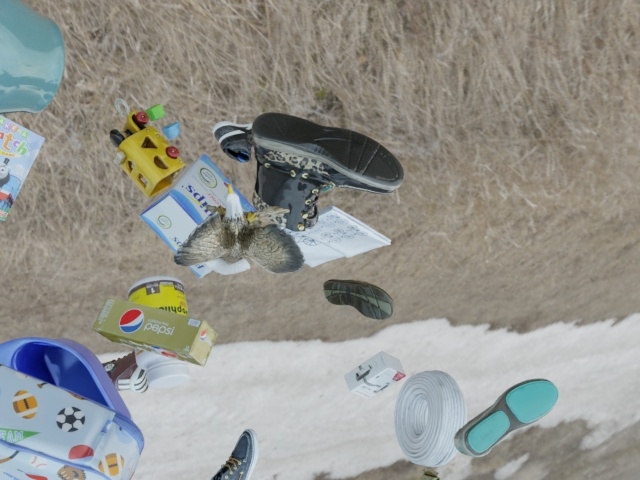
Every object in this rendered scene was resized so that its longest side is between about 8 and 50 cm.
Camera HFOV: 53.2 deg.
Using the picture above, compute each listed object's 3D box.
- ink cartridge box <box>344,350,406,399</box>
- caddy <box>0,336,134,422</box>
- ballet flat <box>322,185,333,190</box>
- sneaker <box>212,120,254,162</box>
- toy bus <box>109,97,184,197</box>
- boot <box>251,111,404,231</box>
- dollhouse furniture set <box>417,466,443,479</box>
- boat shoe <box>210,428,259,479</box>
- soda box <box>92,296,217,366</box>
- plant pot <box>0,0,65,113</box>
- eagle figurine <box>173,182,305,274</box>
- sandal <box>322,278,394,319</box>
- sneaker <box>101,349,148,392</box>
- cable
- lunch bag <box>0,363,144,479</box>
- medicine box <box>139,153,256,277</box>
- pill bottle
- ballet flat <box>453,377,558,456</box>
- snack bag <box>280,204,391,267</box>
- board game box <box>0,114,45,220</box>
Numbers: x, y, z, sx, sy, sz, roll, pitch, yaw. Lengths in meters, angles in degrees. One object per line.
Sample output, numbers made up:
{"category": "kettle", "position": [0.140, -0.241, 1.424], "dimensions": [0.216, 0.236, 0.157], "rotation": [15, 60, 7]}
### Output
{"category": "ink cartridge box", "position": [0.149, 0.371, 1.746], "dimensions": [0.135, 0.056, 0.099], "rotation": [-37, 138, 19]}
{"category": "caddy", "position": [-0.472, 0.330, 1.115], "dimensions": [0.241, 0.341, 0.179], "rotation": [-30, -178, -9]}
{"category": "ballet flat", "position": [-0.030, -0.195, 1.925], "dimensions": [0.086, 0.248, 0.086], "rotation": [-2, 93, -41]}
{"category": "sneaker", "position": [-0.211, -0.285, 1.905], "dimensions": [0.216, 0.121, 0.079], "rotation": [-6, 152, -39]}
{"category": "toy bus", "position": [-0.392, -0.191, 1.372], "dimensions": [0.104, 0.202, 0.191], "rotation": [-41, 134, -40]}
{"category": "boot", "position": [-0.002, -0.141, 1.590], "dimensions": [0.377, 0.138, 0.284], "rotation": [17, 140, 1]}
{"category": "dollhouse furniture set", "position": [0.261, 0.649, 1.518], "dimensions": [0.182, 0.161, 0.101], "rotation": [-36, 102, -31]}
{"category": "boat shoe", "position": [-0.207, 0.542, 1.527], "dimensions": [0.083, 0.065, 0.184], "rotation": [22, 78, -46]}
{"category": "soda box", "position": [-0.258, 0.141, 0.996], "dimensions": [0.061, 0.181, 0.058], "rotation": [66, 40, -57]}
{"category": "plant pot", "position": [-0.602, -0.331, 1.102], "dimensions": [0.255, 0.272, 0.272], "rotation": [5, 126, -53]}
{"category": "eagle figurine", "position": [-0.174, -0.005, 1.328], "dimensions": [0.226, 0.298, 0.225], "rotation": [-36, 114, 5]}
{"category": "sandal", "position": [0.102, 0.142, 1.642], "dimensions": [0.060, 0.219, 0.090], "rotation": [-19, 110, -46]}
{"category": "sneaker", "position": [-0.584, 0.359, 1.933], "dimensions": [0.162, 0.281, 0.107], "rotation": [-4, 110, 1]}
{"category": "cable", "position": [0.297, 0.481, 1.747], "dimensions": [0.089, 0.257, 0.257], "rotation": [13, 128, -19]}
{"category": "lunch bag", "position": [-0.417, 0.296, 0.907], "dimensions": [0.303, 0.115, 0.243], "rotation": [26, 132, -5]}
{"category": "medicine box", "position": [-0.367, -0.081, 1.980], "dimensions": [0.149, 0.289, 0.263], "rotation": [-32, 110, 28]}
{"category": "pill bottle", "position": [-0.327, 0.189, 1.319], "dimensions": [0.117, 0.215, 0.117], "rotation": [-13, 155, -6]}
{"category": "ballet flat", "position": [0.322, 0.307, 1.123], "dimensions": [0.213, 0.072, 0.068], "rotation": [-26, 168, -19]}
{"category": "snack bag", "position": [0.000, 0.000, 2.031], "dimensions": [0.342, 0.037, 0.323], "rotation": [-18, 151, 34]}
{"category": "board game box", "position": [-0.738, -0.173, 1.425], "dimensions": [0.160, 0.039, 0.212], "rotation": [30, 73, -39]}
